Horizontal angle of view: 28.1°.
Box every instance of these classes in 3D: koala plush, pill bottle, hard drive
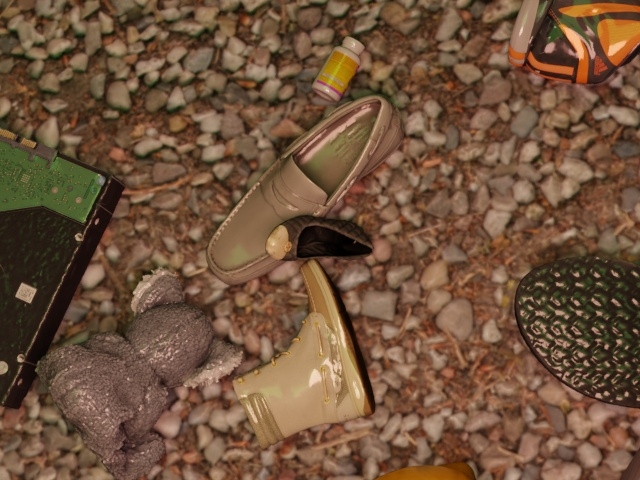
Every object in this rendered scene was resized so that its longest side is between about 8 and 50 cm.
[{"bbox_3d":[-0.222,0.158,1.600,0.221,0.203,0.196,-36,74,-11],"label":"koala plush"},{"bbox_3d":[0.026,-0.228,1.699,0.043,0.043,0.083,29,85,16],"label":"pill bottle"},{"bbox_3d":[-0.439,0.027,1.724,0.237,0.064,0.338,22,83,15],"label":"hard drive"}]

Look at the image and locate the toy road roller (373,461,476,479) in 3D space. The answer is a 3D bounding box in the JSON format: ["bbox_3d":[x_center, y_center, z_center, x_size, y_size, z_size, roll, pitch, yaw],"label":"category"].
[{"bbox_3d":[0.141,0.407,1.483,0.203,0.240,0.329,-13,113,8],"label":"toy road roller"}]

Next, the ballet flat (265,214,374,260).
[{"bbox_3d":[0.000,0.000,1.596,0.049,0.173,0.057,32,114,38],"label":"ballet flat"}]

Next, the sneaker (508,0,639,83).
[{"bbox_3d":[0.371,-0.348,1.631,0.180,0.124,0.321,19,93,10],"label":"sneaker"}]

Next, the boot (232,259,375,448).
[{"bbox_3d":[-0.037,0.142,1.615,0.165,0.077,0.213,-20,75,9],"label":"boot"}]

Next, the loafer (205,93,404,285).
[{"bbox_3d":[-0.027,-0.071,1.639,0.319,0.111,0.112,-45,73,-1],"label":"loafer"}]

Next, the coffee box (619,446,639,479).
[{"bbox_3d":[0.435,0.358,1.270,0.334,0.338,0.338,31,116,13],"label":"coffee box"}]

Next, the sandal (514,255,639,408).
[{"bbox_3d":[0.442,0.134,1.519,0.446,0.107,0.167,13,79,1],"label":"sandal"}]
